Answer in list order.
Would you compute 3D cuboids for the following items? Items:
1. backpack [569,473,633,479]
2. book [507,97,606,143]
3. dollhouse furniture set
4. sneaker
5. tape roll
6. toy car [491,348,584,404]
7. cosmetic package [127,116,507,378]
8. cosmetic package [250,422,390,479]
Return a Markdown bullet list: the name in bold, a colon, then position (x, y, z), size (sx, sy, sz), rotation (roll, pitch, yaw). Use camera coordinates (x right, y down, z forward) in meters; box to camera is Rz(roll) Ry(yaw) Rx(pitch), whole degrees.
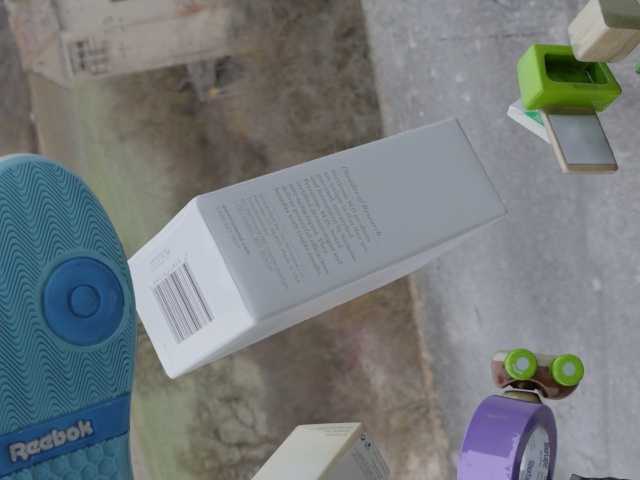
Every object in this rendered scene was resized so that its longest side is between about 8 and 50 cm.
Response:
- **backpack**: position (0.412, 0.460, 1.391), size (0.213, 0.276, 0.263), rotation (36, 148, 5)
- **book**: position (0.369, -0.204, 1.573), size (0.096, 0.144, 0.035), rotation (38, 142, 23)
- **dollhouse furniture set**: position (0.330, -0.173, 0.854), size (0.301, 0.198, 0.151), rotation (127, 136, -54)
- **sneaker**: position (-0.207, 0.111, 0.640), size (0.208, 0.127, 0.319), rotation (-3, 91, 52)
- **tape roll**: position (0.269, 0.320, 1.452), size (0.080, 0.189, 0.189), rotation (6, 114, 32)
- **toy car**: position (0.353, 0.279, 1.697), size (0.155, 0.149, 0.188), rotation (79, -162, -83)
- **cosmetic package**: position (0.000, 0.000, 1.314), size (0.230, 0.453, 0.161), rotation (-35, 79, 49)
- **cosmetic package**: position (-0.042, 0.428, 1.610), size (0.160, 0.309, 0.113), rotation (-13, 111, 43)
